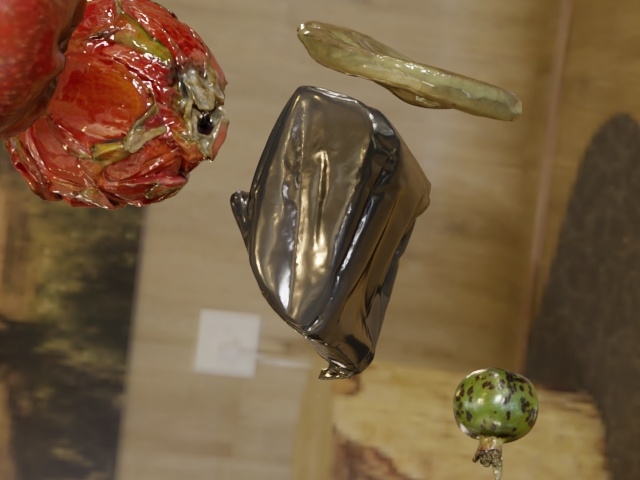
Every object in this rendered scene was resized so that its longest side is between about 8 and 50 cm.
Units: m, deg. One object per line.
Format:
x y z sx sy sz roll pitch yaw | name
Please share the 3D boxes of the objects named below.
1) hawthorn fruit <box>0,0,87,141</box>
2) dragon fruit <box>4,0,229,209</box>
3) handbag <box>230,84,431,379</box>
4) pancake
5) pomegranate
-0.374 -0.250 1.609 0.275 0.300 0.275 -36 28 23 | hawthorn fruit
-0.266 -0.174 1.988 0.342 0.277 0.277 -13 64 34 | dragon fruit
-0.002 -0.002 1.754 0.275 0.178 0.302 -65 -16 -7 | handbag
0.078 -0.145 1.392 0.236 0.222 0.042 -134 61 -69 | pancake
0.237 0.246 2.161 0.122 0.122 0.161 131 149 -70 | pomegranate
